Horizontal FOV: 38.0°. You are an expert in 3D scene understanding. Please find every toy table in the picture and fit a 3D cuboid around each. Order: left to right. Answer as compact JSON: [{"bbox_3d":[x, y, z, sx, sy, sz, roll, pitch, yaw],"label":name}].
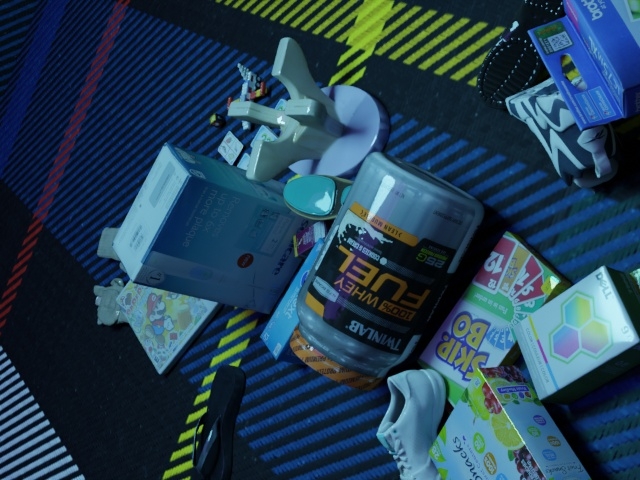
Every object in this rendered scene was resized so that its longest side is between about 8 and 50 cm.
[{"bbox_3d":[-0.029,-0.209,1.626,0.274,0.161,0.252,-9,70,49],"label":"toy table"}]

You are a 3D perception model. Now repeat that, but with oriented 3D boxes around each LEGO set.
[{"bbox_3d":[-0.156,-0.236,1.870,0.182,0.060,0.244,-57,41,13],"label":"LEGO set"}]

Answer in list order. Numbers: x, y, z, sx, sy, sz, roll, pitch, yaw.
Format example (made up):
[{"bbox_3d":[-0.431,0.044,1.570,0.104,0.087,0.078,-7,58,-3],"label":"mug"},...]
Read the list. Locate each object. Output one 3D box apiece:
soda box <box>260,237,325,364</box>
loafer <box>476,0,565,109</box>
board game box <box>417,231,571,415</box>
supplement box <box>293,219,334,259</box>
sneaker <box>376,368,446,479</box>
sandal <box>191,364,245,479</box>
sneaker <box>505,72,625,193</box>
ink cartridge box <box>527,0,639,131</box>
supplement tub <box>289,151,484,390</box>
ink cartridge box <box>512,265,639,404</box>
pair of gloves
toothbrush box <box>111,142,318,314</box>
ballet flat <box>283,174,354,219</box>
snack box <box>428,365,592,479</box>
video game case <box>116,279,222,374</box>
[{"bbox_3d":[-0.013,0.104,1.558,0.210,0.071,0.067,-59,42,17],"label":"soda box"},{"bbox_3d":[0.302,-0.288,1.340,0.080,0.078,0.220,33,117,7],"label":"loafer"},{"bbox_3d":[0.230,0.126,1.294,0.259,0.039,0.124,-60,40,19],"label":"board game box"},{"bbox_3d":[0.000,0.000,1.595,0.083,0.055,0.043,-30,55,39],"label":"supplement box"},{"bbox_3d":[0.121,0.287,1.295,0.080,0.094,0.212,-10,79,58],"label":"sneaker"},{"bbox_3d":[-0.202,0.353,1.705,0.097,0.054,0.255,-4,74,49],"label":"sandal"},{"bbox_3d":[0.327,-0.136,1.228,0.153,0.094,0.235,65,175,-10],"label":"sneaker"},{"bbox_3d":[0.414,-0.259,1.075,0.311,0.065,0.186,-22,55,9],"label":"ink cartridge box"},{"bbox_3d":[0.089,0.047,1.362,0.193,0.193,0.316,39,108,49],"label":"supplement tub"},{"bbox_3d":[0.345,0.105,1.137,0.209,0.062,0.109,-40,49,34],"label":"ink cartridge box"},{"bbox_3d":[-0.446,0.076,2.111,0.204,0.042,0.240,-7,73,45],"label":"pair of gloves"},{"bbox_3d":[-0.175,-0.013,1.618,0.216,0.295,0.126,-58,42,16],"label":"toothbrush box"},{"bbox_3d":[0.042,-0.062,1.529,0.232,0.073,0.080,7,78,39],"label":"ballet flat"},{"bbox_3d":[0.235,0.291,1.162,0.207,0.070,0.174,64,143,42],"label":"snack box"},{"bbox_3d":[-0.312,0.124,1.898,0.227,0.026,0.206,-50,62,26],"label":"video game case"}]
